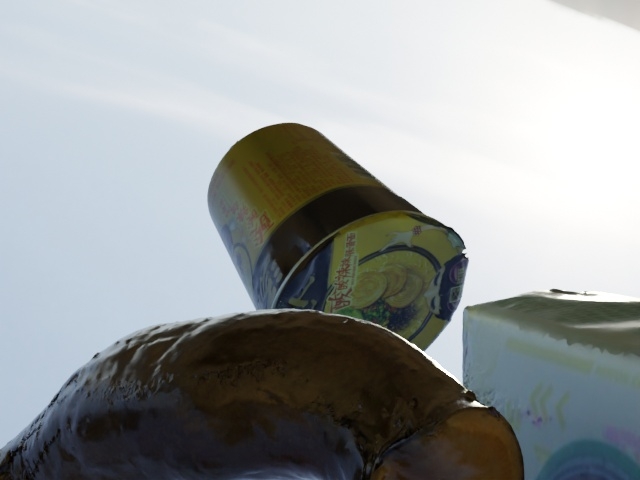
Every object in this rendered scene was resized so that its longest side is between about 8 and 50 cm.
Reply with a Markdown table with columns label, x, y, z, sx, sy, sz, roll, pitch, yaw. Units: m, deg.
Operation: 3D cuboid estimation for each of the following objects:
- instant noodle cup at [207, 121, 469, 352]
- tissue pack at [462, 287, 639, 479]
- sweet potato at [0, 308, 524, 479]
| label | x | y | z | sx | sy | sz | roll | pitch | yaw |
| --- | --- | --- | --- | --- | --- | --- | --- | --- | --- |
| instant noodle cup | 0.000 | 0.000 | 1.431 | 0.215 | 0.215 | 0.236 | 4 | -148 | -34 |
| tissue pack | 0.214 | 0.185 | 0.804 | 0.162 | 0.287 | 0.388 | 0 | -176 | -18 |
| sweet potato | -0.047 | 0.087 | 0.625 | 0.286 | 0.112 | 0.085 | -8 | 161 | 31 |
